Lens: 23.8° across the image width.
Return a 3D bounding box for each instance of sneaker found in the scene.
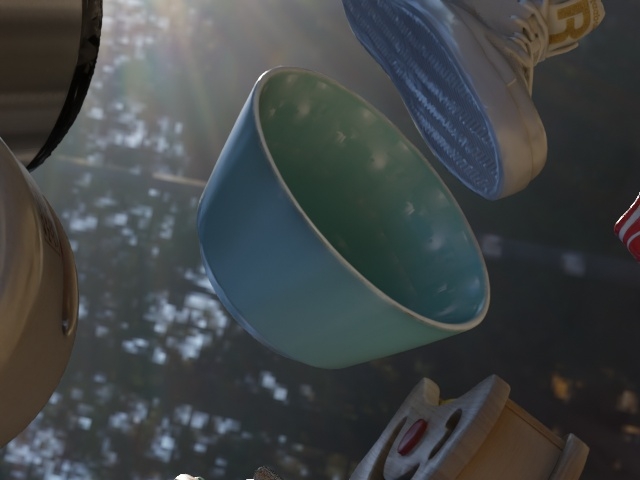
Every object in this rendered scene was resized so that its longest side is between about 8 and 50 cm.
[{"bbox_3d":[0.134,-0.144,1.059,0.292,0.169,0.108,-117,19,-48],"label":"sneaker"},{"bbox_3d":[0.271,-0.012,1.108,0.118,0.067,0.042,-15,-46,-25],"label":"sneaker"}]

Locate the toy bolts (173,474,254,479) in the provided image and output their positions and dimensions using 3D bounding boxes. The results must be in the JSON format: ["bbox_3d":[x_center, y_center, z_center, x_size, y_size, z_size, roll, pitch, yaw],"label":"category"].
[{"bbox_3d":[-0.164,0.300,1.517,0.228,0.158,0.218,-52,-38,-57],"label":"toy bolts"}]

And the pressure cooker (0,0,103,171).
[{"bbox_3d":[-0.425,-0.192,1.184,0.420,0.375,0.370,-11,-38,-52],"label":"pressure cooker"}]

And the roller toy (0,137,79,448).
[{"bbox_3d":[-0.225,0.019,0.774,0.209,0.191,0.146,-61,-9,-13],"label":"roller toy"}]

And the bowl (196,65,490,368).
[{"bbox_3d":[0.000,0.000,1.470,0.163,0.311,0.311,-39,4,27],"label":"bowl"}]

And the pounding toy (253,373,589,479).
[{"bbox_3d":[0.063,0.138,0.980,0.154,0.155,0.269,-52,5,8],"label":"pounding toy"}]
